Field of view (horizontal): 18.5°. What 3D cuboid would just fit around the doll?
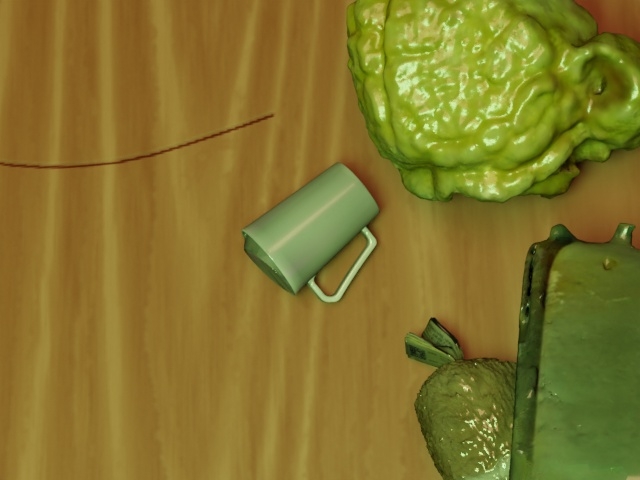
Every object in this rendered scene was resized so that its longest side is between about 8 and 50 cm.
[{"bbox_3d":[0.140,0.158,1.678,0.105,0.115,0.221,-24,63,12],"label":"doll"}]

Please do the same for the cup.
[{"bbox_3d":[0.000,0.000,1.776,0.116,0.074,0.104,-39,94,-9],"label":"cup"}]

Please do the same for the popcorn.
[{"bbox_3d":[0.141,-0.136,1.741,0.286,0.174,0.225,39,96,13],"label":"popcorn"}]

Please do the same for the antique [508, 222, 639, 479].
[{"bbox_3d":[0.218,0.119,1.577,0.125,0.150,0.284,4,54,6],"label":"antique"}]
